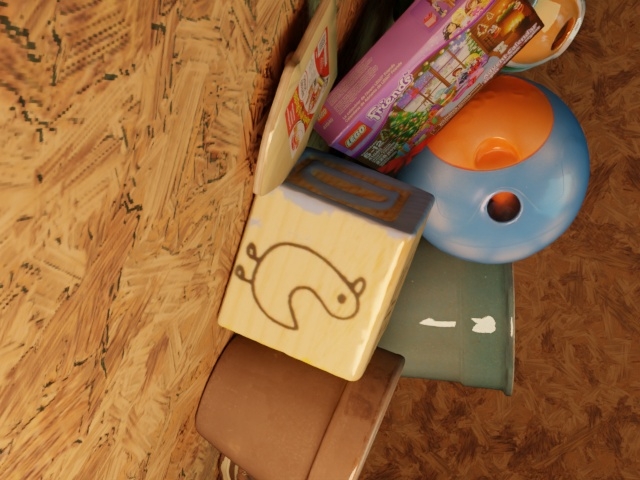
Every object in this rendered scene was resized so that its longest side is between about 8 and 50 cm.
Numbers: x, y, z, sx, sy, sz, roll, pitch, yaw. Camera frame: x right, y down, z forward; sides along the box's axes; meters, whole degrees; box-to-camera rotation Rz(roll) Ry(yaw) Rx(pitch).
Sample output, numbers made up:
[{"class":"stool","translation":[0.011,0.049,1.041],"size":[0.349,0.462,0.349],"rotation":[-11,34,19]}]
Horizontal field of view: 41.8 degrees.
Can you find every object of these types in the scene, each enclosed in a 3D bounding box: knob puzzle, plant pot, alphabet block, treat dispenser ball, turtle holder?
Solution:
[{"class":"knob puzzle","translation":[-0.034,-0.136,0.870],"size":[0.213,0.030,0.213],"rotation":[22,90,-83]},{"class":"plant pot","translation":[-0.037,0.235,1.130],"size":[0.263,0.229,0.263],"rotation":[23,90,-82]},{"class":"alphabet block","translation":[0.011,0.020,1.025],"size":[0.193,0.192,0.197],"rotation":[-44,154,-66]},{"class":"treat dispenser ball","translation":[0.257,-0.107,1.267],"size":[0.288,0.288,0.288],"rotation":[22,90,-82]},{"class":"turtle holder","translation":[0.256,-0.376,1.291],"size":[0.320,0.227,0.243],"rotation":[19,-88,65]},{"class":"plant pot","translation":[0.169,0.109,1.509],"size":[0.341,0.334,0.341],"rotation":[-1,90,-82]}]

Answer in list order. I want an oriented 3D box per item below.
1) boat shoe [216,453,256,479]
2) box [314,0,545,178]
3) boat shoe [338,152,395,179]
[{"class":"boat shoe","translation":[-0.124,0.399,1.469],"size":[0.095,0.095,0.257],"rotation":[-58,167,-50]},{"class":"box","translation":[0.140,-0.218,1.074],"size":[0.293,0.057,0.201],"rotation":[-46,154,15]},{"class":"boat shoe","translation":[0.080,-0.128,1.411],"size":[0.123,0.123,0.342],"rotation":[-35,-167,34]}]
